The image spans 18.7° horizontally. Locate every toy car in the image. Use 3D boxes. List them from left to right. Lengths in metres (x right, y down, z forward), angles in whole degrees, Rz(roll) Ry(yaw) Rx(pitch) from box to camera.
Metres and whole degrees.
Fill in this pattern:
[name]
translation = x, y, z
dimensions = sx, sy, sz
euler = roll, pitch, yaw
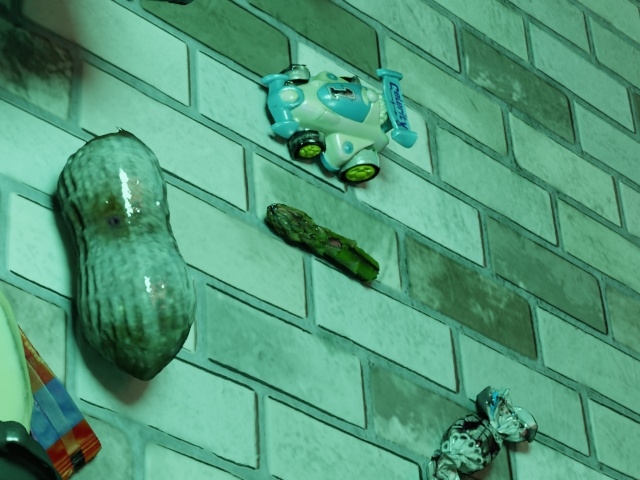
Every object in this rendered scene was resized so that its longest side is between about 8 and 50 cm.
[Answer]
[toy car]
translation = 0.021, -0.148, 2.138
dimensions = 0.161, 0.098, 0.126
euler = 21, 47, -44

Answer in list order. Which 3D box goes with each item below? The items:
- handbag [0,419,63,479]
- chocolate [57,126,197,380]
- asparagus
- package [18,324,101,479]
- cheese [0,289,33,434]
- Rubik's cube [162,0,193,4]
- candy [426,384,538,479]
[handbag]
translation = -0.319, 0.198, 1.313
dimensions = 0.308, 0.254, 0.093
euler = 20, 29, -42
[chocolate]
translation = -0.176, 0.009, 1.763
dimensions = 0.110, 0.110, 0.248
euler = 14, 49, -46
[asparagus]
translation = 0.000, 0.000, 2.057
dimensions = 0.165, 0.030, 0.036
euler = 29, 71, -37
[package]
translation = -0.261, 0.114, 1.646
dimensions = 0.200, 0.022, 0.083
euler = 57, 35, -4
[cheese]
translation = -0.341, 0.097, 1.467
dimensions = 0.233, 0.127, 0.266
euler = 14, 52, -46
[Rubik's cube]
translation = -0.256, -0.352, 1.734
dimensions = 0.255, 0.260, 0.259
euler = -7, 112, -52
[candy]
translation = 0.172, 0.220, 2.085
dimensions = 0.226, 0.051, 0.094
euler = -29, 90, -56
